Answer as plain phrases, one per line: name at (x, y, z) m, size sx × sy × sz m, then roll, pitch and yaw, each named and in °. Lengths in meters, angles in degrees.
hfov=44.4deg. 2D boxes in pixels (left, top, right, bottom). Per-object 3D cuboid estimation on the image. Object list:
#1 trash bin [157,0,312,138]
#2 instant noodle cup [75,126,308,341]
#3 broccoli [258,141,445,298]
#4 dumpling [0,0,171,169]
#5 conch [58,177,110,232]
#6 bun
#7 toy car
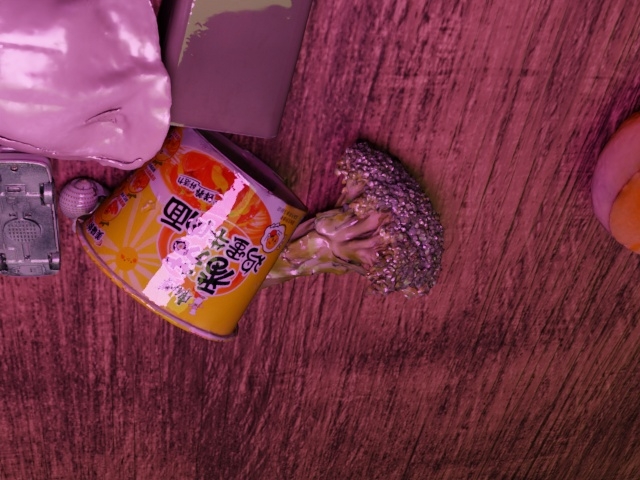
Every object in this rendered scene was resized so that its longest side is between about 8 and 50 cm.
trash bin at (-0.102, -0.259, 0.928) m, size 0.164 × 0.122 × 0.240 m, roll 7°, pitch 126°, yaw -22°
instant noodle cup at (-0.156, -0.026, 1.026) m, size 0.264 × 0.264 × 0.200 m, roll 32°, pitch 101°, yaw -36°
broccoli at (-0.002, -0.001, 1.152) m, size 0.361 × 0.221 × 0.252 m, roll -11°, pitch 168°, yaw -7°
dumpling at (-0.314, -0.227, 0.839) m, size 0.341 × 0.181 × 0.260 m, roll 40°, pitch 119°, yaw 7°
conch at (-0.325, -0.054, 1.084) m, size 0.076 × 0.056 × 0.085 m, roll -9°, pitch 156°, yaw -35°
bun at (0.568, -0.115, 1.220) m, size 0.299 × 0.164 × 0.299 m, roll 0°, pitch 140°, yaw 0°
toy car at (-0.402, -0.038, 1.062) m, size 0.090 × 0.076 × 0.224 m, roll -1°, pitch 139°, yaw -15°
